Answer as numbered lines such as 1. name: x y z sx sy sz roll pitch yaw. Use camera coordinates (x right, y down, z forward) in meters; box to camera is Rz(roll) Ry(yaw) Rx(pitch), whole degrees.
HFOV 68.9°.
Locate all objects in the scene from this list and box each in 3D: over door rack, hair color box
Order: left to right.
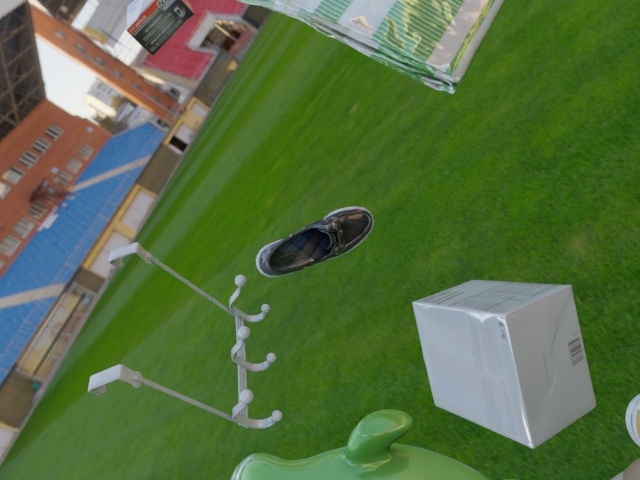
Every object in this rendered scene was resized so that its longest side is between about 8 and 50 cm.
1. hair color box: -0.257 -0.365 0.738 0.093 0.053 0.167 -40 41 10
2. over door rack: -0.188 0.156 0.764 0.108 0.324 0.240 -34 45 24

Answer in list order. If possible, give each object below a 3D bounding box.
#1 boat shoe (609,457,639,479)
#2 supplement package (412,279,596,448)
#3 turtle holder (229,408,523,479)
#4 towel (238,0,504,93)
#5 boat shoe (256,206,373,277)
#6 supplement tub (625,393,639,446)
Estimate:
1. boat shoe: 0.352 0.356 0.405 0.341 0.121 0.110 -93 26 -62
2. supplement package: 0.284 0.176 0.745 0.203 0.149 0.195 -3 101 64
3. turtle holder: 0.037 0.311 0.387 0.243 0.319 0.228 -74 -17 -60
4. towel: 0.079 -0.345 0.640 0.248 0.324 0.038 -58 -11 -24
5. boat shoe: 0.000 0.000 0.797 0.228 0.080 0.076 -20 5 -17
6. supplement tub: 0.657 0.339 0.824 0.145 0.144 0.200 -60 -10 -8
